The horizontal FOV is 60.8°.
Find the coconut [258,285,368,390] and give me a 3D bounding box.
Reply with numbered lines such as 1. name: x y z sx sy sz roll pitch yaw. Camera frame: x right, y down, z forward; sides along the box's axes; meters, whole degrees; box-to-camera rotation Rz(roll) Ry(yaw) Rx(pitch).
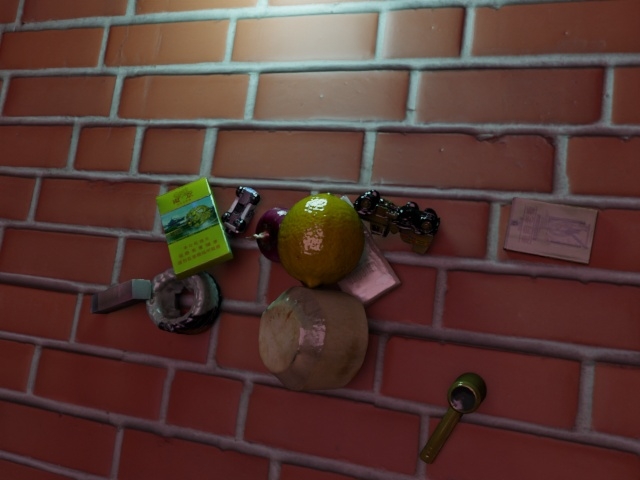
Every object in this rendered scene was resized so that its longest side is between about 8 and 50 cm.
1. coconut: -0.009 0.274 1.564 0.323 0.323 0.322 -3 79 17

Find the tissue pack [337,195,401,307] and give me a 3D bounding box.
1. tissue pack: 0.095 0.041 1.686 0.170 0.071 0.325 -32 72 7

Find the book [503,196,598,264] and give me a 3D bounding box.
1. book: 0.652 -0.030 1.549 0.231 0.026 0.161 11 83 19

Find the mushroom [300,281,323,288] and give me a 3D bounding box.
1. mushroom: -0.025 0.096 1.710 0.123 0.052 0.123 7 101 41

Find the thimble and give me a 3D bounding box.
1. thimble: -0.452 0.193 1.788 0.238 0.150 0.237 -4 76 18

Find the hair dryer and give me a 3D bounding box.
1. hair dryer: 0.354 0.497 1.496 0.090 0.135 0.278 32 100 21

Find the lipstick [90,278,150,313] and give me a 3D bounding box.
1. lipstick: -0.673 0.190 1.826 0.318 0.066 0.068 -19 70 43

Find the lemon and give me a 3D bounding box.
1. lemon: 0.001 0.000 1.555 0.268 0.267 0.267 -3 79 17

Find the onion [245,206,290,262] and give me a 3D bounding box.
1. onion: -0.128 -0.018 1.721 0.178 0.153 0.177 -2 83 20

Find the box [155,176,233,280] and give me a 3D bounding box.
1. box: -0.416 -0.046 1.784 0.187 0.047 0.334 -23 57 -1

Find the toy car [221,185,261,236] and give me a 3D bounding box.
1. toy car: -0.266 -0.094 1.825 0.080 0.070 0.170 27 87 21

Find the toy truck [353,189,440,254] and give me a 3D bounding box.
1. toy truck: 0.221 -0.062 1.632 0.257 0.127 0.127 23 113 8
